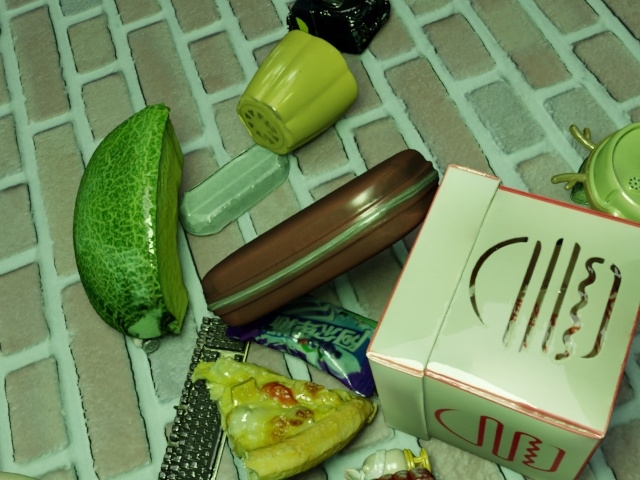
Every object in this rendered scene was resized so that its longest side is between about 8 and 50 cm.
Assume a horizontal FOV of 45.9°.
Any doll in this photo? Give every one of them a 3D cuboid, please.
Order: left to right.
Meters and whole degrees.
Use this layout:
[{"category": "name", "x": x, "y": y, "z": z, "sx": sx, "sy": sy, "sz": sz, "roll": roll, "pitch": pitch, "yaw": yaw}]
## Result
[{"category": "doll", "x": 0.099, "y": 0.350, "z": 1.112, "sx": 0.127, "sy": 0.073, "sz": 0.084, "roll": -11, "pitch": 69, "yaw": 0}]

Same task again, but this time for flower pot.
[{"category": "flower pot", "x": -0.056, "y": -0.269, "z": 1.432, "sx": 0.195, "sy": 0.195, "sz": 0.179, "roll": 28, "pitch": 60, "yaw": 24}]

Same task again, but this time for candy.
[{"category": "candy", "x": -0.009, "y": 0.155, "z": 1.252, "sx": 0.275, "sy": 0.070, "sz": 0.145, "roll": 20, "pitch": 52, "yaw": 22}]

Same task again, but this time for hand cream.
[{"category": "hand cream", "x": -0.346, "y": 0.124, "z": 1.352, "sx": 0.067, "sy": 0.042, "sz": 0.194, "roll": -38, "pitch": 56, "yaw": -8}]

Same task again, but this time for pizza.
[{"category": "pizza", "x": -0.091, "y": 0.244, "z": 1.140, "sx": 0.288, "sy": 0.075, "sz": 0.280, "roll": 23, "pitch": 26, "yaw": 27}]

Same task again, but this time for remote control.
[{"category": "remote control", "x": -0.166, "y": -0.103, "z": 1.449, "sx": 0.247, "sy": 0.052, "sz": 0.104, "roll": -40, "pitch": 61, "yaw": -17}]

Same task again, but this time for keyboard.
[{"category": "keyboard", "x": -0.193, "y": 0.272, "z": 1.241, "sx": 0.106, "sy": 0.027, "sz": 0.317, "roll": 4, "pitch": 61, "yaw": 13}]

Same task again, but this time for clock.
[{"category": "clock", "x": 0.547, "y": -0.096, "z": 1.248, "sx": 0.308, "sy": 0.096, "sz": 0.235, "roll": 22, "pitch": 66, "yaw": 8}]

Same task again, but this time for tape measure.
[{"category": "tape measure", "x": 0.045, "y": -0.502, "z": 1.614, "sx": 0.199, "sy": 0.112, "sz": 0.186, "roll": 23, "pitch": 64, "yaw": 21}]

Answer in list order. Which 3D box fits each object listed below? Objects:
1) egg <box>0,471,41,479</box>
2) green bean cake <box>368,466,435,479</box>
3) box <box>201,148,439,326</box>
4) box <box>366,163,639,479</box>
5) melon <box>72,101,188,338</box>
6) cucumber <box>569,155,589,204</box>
[{"category": "egg", "x": -0.447, "y": 0.469, "z": 1.004, "sx": 0.354, "sy": 0.354, "sz": 0.340, "roll": -37, "pitch": 37, "yaw": -12}, {"category": "green bean cake", "x": 0.110, "y": 0.395, "z": 1.059, "sx": 0.136, "sy": 0.056, "sz": 0.135, "roll": -14, "pitch": 93, "yaw": -1}, {"category": "box", "x": 0.000, "y": 0.000, "z": 1.154, "sx": 0.404, "sy": 0.263, "sz": 0.108, "roll": -30, "pitch": 95, "yaw": 29}, {"category": "box", "x": 0.267, "y": 0.132, "z": 1.071, "sx": 0.300, "sy": 0.312, "sz": 0.314, "roll": 18, "pitch": 65, "yaw": 18}, {"category": "melon", "x": -0.317, "y": -0.011, "z": 1.319, "sx": 0.331, "sy": 0.226, "sz": 0.343, "roll": -38, "pitch": 39, "yaw": 29}, {"category": "cucumber", "x": 0.477, "y": -0.114, "z": 1.332, "sx": 0.048, "sy": 0.048, "sz": 0.105, "roll": 16, "pitch": 63, "yaw": 19}]
